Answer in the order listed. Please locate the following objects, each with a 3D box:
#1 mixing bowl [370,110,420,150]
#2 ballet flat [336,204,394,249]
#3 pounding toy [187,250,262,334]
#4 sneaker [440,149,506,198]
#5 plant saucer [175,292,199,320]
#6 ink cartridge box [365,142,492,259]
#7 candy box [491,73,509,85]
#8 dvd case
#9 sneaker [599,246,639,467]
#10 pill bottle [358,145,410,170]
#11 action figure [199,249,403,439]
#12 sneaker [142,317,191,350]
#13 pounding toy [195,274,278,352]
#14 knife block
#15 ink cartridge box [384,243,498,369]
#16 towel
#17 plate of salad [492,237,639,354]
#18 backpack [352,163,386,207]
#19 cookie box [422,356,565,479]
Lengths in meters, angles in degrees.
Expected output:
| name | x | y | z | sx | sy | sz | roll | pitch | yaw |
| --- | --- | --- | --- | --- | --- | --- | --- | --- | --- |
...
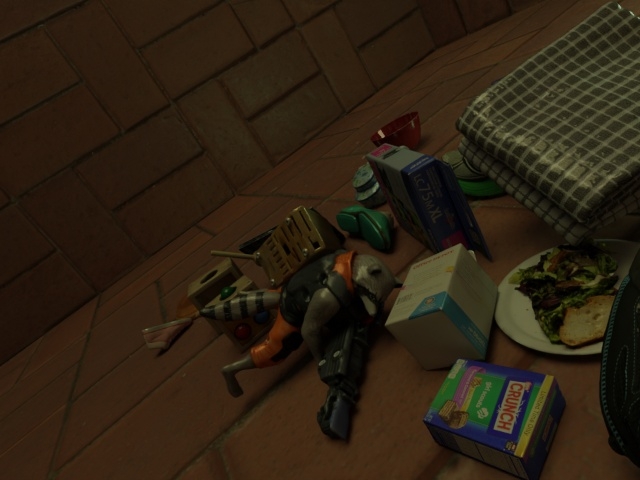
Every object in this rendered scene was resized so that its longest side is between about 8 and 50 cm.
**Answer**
| name | x | y | z | sx | sy | sz | roll | pitch | yaw |
| --- | --- | --- | --- | --- | --- | --- | --- | --- | --- |
| mixing bowl | 0.270 | -0.349 | 1.379 | 0.181 | 0.098 | 0.181 | -28 | 21 | 12 |
| ballet flat | 0.120 | -0.044 | 0.945 | 0.087 | 0.083 | 0.247 | -23 | 19 | -15 |
| pounding toy | -0.221 | 0.090 | 0.998 | 0.206 | 0.181 | 0.094 | -35 | 20 | -6 |
| sneaker | 0.364 | -0.175 | 0.772 | 0.134 | 0.146 | 0.343 | -42 | 21 | -21 |
| plant saucer | -0.365 | 0.171 | 1.244 | 0.199 | 0.037 | 0.200 | -28 | 21 | 12 |
| ink cartridge box | 0.184 | -0.074 | 0.753 | 0.065 | 0.186 | 0.311 | -31 | 20 | -1 |
| candy box | 0.558 | -0.350 | 0.914 | 0.316 | 0.122 | 0.268 | -19 | 23 | 36 |
| dvd case | -0.070 | 0.004 | 1.018 | 0.221 | 0.164 | 0.018 | -25 | 55 | 21 |
| sneaker | 0.252 | 0.123 | 0.240 | 0.124 | 0.140 | 0.341 | 22 | 33 | 20 |
| pill bottle | 0.194 | -0.215 | 1.204 | 0.160 | 0.087 | 0.087 | -16 | 26 | 41 |
| action figure | -0.029 | 0.128 | 0.634 | 0.330 | 0.179 | 0.341 | -29 | 22 | 21 |
| sneaker | -0.415 | 0.260 | 1.112 | 0.134 | 0.070 | 0.050 | -12 | -7 | -40 |
| pounding toy | -0.175 | 0.151 | 0.847 | 0.130 | 0.141 | 0.100 | -39 | 21 | -16 |
| knife block | 0.000 | 0.000 | 0.849 | 0.241 | 0.088 | 0.275 | -24 | -11 | -36 |
| ink cartridge box | 0.167 | 0.082 | 0.539 | 0.092 | 0.090 | 0.143 | -31 | 15 | 46 |
| towel | 0.361 | -0.164 | 0.531 | 0.283 | 0.121 | 0.235 | -36 | 52 | 0 |
| plate of salad | 0.304 | 0.053 | 0.483 | 0.199 | 0.048 | 0.200 | -30 | 20 | 12 |
| backpack | 0.141 | -0.155 | 1.126 | 0.104 | 0.084 | 0.115 | -22 | 47 | 42 |
| cookie box | 0.174 | 0.174 | 0.411 | 0.107 | 0.040 | 0.092 | -5 | 34 | 52 |
